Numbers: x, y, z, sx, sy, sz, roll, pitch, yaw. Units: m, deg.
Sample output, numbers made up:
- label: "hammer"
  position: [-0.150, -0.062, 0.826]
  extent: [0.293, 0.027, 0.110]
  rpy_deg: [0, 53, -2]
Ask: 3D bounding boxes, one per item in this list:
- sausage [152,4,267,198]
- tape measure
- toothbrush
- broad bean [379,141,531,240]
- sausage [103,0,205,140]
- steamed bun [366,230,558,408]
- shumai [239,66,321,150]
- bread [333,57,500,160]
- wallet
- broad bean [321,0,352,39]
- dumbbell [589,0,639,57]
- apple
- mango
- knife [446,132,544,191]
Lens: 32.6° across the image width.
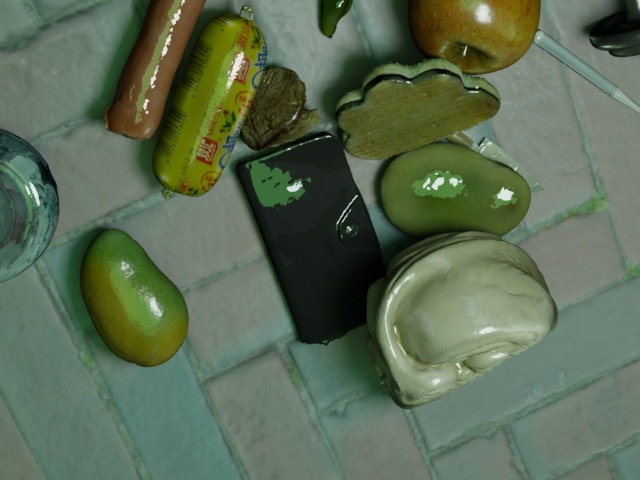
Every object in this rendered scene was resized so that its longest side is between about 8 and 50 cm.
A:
- label: "sausage"
  position: [-0.180, -0.223, 1.801]
  extent: [0.123, 0.123, 0.347]
  rpy_deg: [20, 104, -15]
- label: "tape measure"
  position: [-0.562, -0.056, 1.774]
  extent: [0.275, 0.147, 0.256]
  rpy_deg: [-14, 107, -1]
- label: "toothbrush"
  position: [0.513, -0.280, 1.960]
  extent: [0.342, 0.025, 0.030]
  rpy_deg: [28, 96, -17]
- label: "broad bean"
  position: [0.235, -0.079, 1.938]
  extent: [0.263, 0.121, 0.189]
  rpy_deg: [10, 111, 3]
- label: "sausage"
  position: [-0.238, -0.358, 1.764]
  extent: [0.094, 0.094, 0.419]
  rpy_deg: [24, 103, -5]
- label: "steamed bun"
  position: [0.221, 0.117, 1.868]
  extent: [0.342, 0.368, 0.255]
  rpy_deg: [-29, 82, -2]
- label: "shumai"
  position: [-0.079, -0.213, 1.853]
  extent: [0.139, 0.105, 0.123]
  rpy_deg: [-43, 65, -4]
- label: "bread"
  position: [0.145, -0.227, 1.815]
  extent: [0.286, 0.056, 0.207]
  rpy_deg: [-17, 145, 23]
- label: "wallet"
  position: [0.000, 0.000, 1.942]
  extent: [0.197, 0.051, 0.378]
  rpy_deg: [-21, 111, -4]
- label: "broad bean"
  position: [0.041, -0.433, 1.818]
  extent: [0.061, 0.046, 0.195]
  rpy_deg: [28, 99, -14]
- label: "dumbbell"
  position: [0.523, -0.429, 1.831]
  extent: [0.192, 0.192, 0.290]
  rpy_deg: [-25, 109, -2]
- label: "apple"
  position: [0.246, -0.386, 1.771]
  extent: [0.236, 0.237, 0.208]
  rpy_deg: [14, 76, -14]
- label: "mango"
  position: [-0.326, 0.102, 1.880]
  extent: [0.156, 0.114, 0.251]
  rpy_deg: [-27, 111, 7]
- label: "knife"
  position: [0.289, -0.163, 1.960]
  extent: [0.297, 0.017, 0.047]
  rpy_deg: [34, 95, -18]
